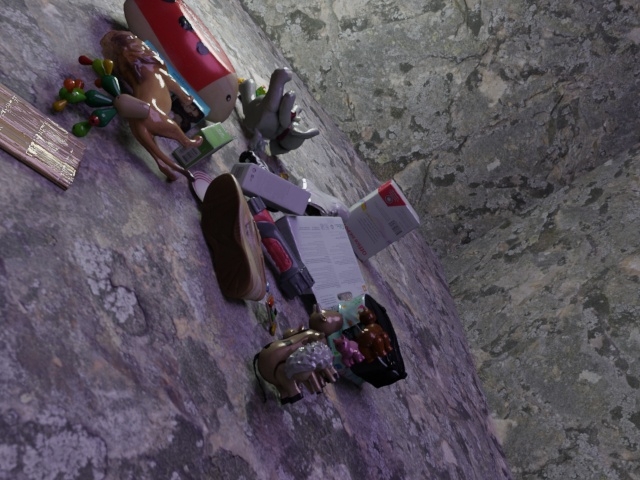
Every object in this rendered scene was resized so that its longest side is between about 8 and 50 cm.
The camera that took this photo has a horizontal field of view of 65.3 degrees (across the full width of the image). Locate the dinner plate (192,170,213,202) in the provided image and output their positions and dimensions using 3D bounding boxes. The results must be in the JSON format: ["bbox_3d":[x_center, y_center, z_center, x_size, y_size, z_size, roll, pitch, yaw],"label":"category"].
[{"bbox_3d":[-0.302,-0.125,1.359,0.141,0.017,0.141,46,22,-25],"label":"dinner plate"}]

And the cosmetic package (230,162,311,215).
[{"bbox_3d":[-0.156,-0.153,1.514,0.231,0.086,0.117,25,-8,-35],"label":"cosmetic package"}]

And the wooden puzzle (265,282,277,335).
[{"bbox_3d":[-0.122,0.173,1.255,0.079,0.014,0.117,-85,165,-68],"label":"wooden puzzle"}]

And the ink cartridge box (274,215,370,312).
[{"bbox_3d":[0.015,0.079,1.632,0.324,0.071,0.331,-1,69,-56],"label":"ink cartridge box"}]

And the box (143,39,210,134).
[{"bbox_3d":[-0.430,-0.419,1.388,0.244,0.100,0.060,47,23,-25],"label":"box"}]

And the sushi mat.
[{"bbox_3d":[-0.564,-0.225,0.883,0.316,0.019,0.152,41,24,-38],"label":"sushi mat"}]

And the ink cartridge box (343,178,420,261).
[{"bbox_3d":[0.249,-0.088,2.190,0.226,0.306,0.131,54,19,-8],"label":"ink cartridge box"}]

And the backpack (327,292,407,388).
[{"bbox_3d":[0.132,0.293,1.476,0.225,0.190,0.254,43,33,-49],"label":"backpack"}]

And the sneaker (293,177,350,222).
[{"bbox_3d":[0.013,-0.108,1.979,0.292,0.108,0.169,30,33,-34],"label":"sneaker"}]

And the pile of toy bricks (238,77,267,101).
[{"bbox_3d":[-0.261,-0.597,2.066,0.212,0.105,0.118,52,20,-14],"label":"pile of toy bricks"}]

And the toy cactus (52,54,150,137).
[{"bbox_3d":[-0.461,-0.309,1.073,0.180,0.112,0.219,10,48,-20],"label":"toy cactus"}]

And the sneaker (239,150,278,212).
[{"bbox_3d":[-0.180,-0.196,1.672,0.235,0.078,0.106,59,22,13],"label":"sneaker"}]

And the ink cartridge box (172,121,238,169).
[{"bbox_3d":[-0.320,-0.274,1.408,0.062,0.108,0.209,55,19,-12],"label":"ink cartridge box"}]

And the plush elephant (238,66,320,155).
[{"bbox_3d":[-0.146,-0.454,1.904,0.255,0.271,0.331,13,75,-45],"label":"plush elephant"}]

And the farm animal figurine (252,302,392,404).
[{"bbox_3d":[-0.019,0.248,1.165,0.326,0.330,0.172,-18,77,-41],"label":"farm animal figurine"}]

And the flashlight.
[{"bbox_3d":[-0.138,0.024,1.414,0.304,0.103,0.103,60,14,-5],"label":"flashlight"}]

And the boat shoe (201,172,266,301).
[{"bbox_3d":[-0.213,-0.008,1.257,0.110,0.121,0.342,32,41,-59],"label":"boat shoe"}]

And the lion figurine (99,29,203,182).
[{"bbox_3d":[-0.412,-0.333,1.218,0.240,0.142,0.392,45,16,-55],"label":"lion figurine"}]

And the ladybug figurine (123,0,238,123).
[{"bbox_3d":[-0.404,-0.572,1.518,0.449,0.161,0.305,52,17,-16],"label":"ladybug figurine"}]

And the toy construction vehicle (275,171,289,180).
[{"bbox_3d":[-0.130,-0.225,1.902,0.086,0.035,0.098,60,19,10],"label":"toy construction vehicle"}]
